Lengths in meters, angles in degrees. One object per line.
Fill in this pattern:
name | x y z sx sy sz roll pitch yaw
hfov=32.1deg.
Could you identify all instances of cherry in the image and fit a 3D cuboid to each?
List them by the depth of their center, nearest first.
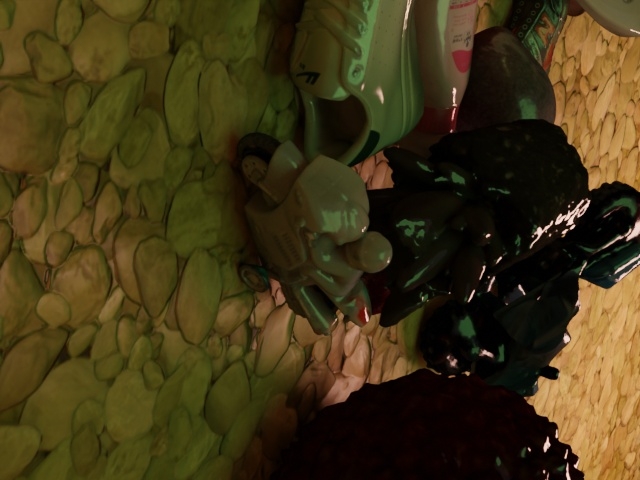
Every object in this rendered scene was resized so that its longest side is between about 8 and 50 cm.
cherry | 0.236 -0.192 1.482 0.176 0.140 0.176 53 22 -33

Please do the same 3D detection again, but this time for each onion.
onion | 0.077 0.049 1.397 0.107 0.097 0.107 -40 154 -24

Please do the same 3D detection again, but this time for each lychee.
lychee | 0.154 0.371 1.383 0.499 0.424 0.425 5 101 -37

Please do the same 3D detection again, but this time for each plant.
plant | 0.169 -0.022 1.306 0.320 0.194 0.182 -24 160 -31

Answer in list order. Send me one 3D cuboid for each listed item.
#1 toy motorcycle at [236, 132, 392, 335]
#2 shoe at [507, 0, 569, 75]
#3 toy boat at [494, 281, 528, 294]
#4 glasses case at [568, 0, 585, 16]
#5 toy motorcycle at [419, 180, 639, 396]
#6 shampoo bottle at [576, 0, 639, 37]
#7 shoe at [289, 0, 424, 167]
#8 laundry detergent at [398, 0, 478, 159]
toy motorcycle | 0.000 0.000 1.177 0.110 0.170 0.260 -48 139 -33
shoe | 0.305 -0.309 1.613 0.077 0.074 0.195 -7 113 -51
toy boat | 0.349 0.163 1.887 0.109 0.099 0.293 -79 161 -48
glasses case | 0.388 -0.447 1.697 0.102 0.070 0.194 37 72 -28
toy motorcycle | 0.341 0.092 1.701 0.416 0.172 0.232 -38 127 -7
shampoo bottle | 0.374 -0.416 1.575 0.359 0.078 0.134 34 75 -41
shoe | 0.024 -0.230 1.151 0.160 0.131 0.363 -44 143 -36
laundry detergent | 0.146 -0.261 1.364 0.159 0.087 0.335 -41 139 -57
